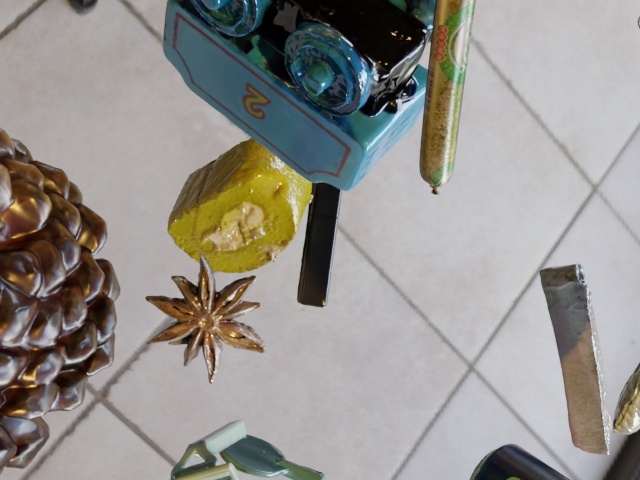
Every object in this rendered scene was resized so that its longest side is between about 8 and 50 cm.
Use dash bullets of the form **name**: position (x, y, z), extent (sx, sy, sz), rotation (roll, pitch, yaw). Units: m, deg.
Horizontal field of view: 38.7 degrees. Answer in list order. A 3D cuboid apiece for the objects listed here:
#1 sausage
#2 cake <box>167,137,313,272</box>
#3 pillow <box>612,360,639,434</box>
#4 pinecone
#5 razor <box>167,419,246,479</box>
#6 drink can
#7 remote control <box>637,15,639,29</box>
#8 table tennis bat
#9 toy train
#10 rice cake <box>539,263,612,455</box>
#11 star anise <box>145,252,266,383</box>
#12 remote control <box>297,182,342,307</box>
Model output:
- **sausage**: position (0.105, -0.156, 0.737), extent (0.033, 0.033, 0.269), rotation (-15, 125, -26)
- **cake**: position (-0.133, -0.058, 1.622), extent (0.179, 0.260, 0.156), rotation (42, 41, -29)
- **pillow**: position (0.443, 0.149, 1.166), extent (0.128, 0.051, 0.229), rotation (-23, 137, -44)
- **pinecone**: position (-0.416, 0.073, 0.899), extent (0.398, 0.398, 0.397), rotation (4, 81, -25)
- **razor**: position (-0.150, 0.293, 1.291), extent (0.111, 0.278, 0.056), rotation (-18, 91, 7)
- **drink can**: position (0.293, 0.357, 1.175), extent (0.118, 0.205, 0.118), rotation (-21, 124, -35)
- **remote control**: position (0.453, -0.200, 1.104), extent (0.073, 0.044, 0.229), rotation (-14, 58, -4)
- **table tennis bat**: position (-0.087, 0.396, 1.624), extent (0.201, 0.124, 0.033), rotation (22, 105, 1)
- **toy train**: position (-0.026, -0.224, 1.019), extent (0.300, 0.265, 0.188), rotation (38, 61, 9)
- **rice cake**: position (0.414, 0.189, 1.450), extent (0.056, 0.073, 0.365), rotation (-56, 135, -51)
- **star anise**: position (-0.164, 0.113, 1.375), extent (0.195, 0.065, 0.182), rotation (34, 103, -2)
- **remote control**: position (0.000, 0.000, 1.681), extent (0.063, 0.025, 0.245), rotation (7, 89, -9)
